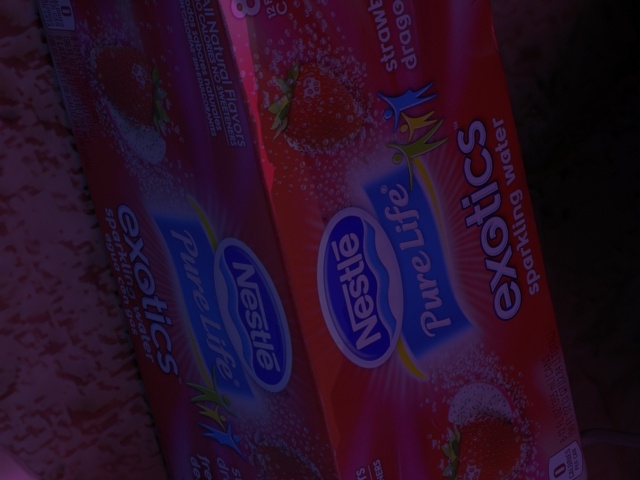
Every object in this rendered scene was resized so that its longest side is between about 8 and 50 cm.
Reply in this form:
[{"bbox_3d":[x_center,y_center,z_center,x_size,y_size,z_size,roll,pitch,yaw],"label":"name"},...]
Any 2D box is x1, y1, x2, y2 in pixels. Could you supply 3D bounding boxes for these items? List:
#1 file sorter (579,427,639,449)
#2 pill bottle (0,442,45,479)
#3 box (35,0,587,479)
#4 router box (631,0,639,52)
[{"bbox_3d":[0.217,0.238,0.959,0.277,0.193,0.173,43,65,-36],"label":"file sorter"},{"bbox_3d":[-0.187,0.175,0.633,0.264,0.146,0.146,-53,125,-22],"label":"pill bottle"},{"bbox_3d":[0.000,0.000,0.782,0.128,0.122,0.257,-26,112,-34],"label":"box"},{"bbox_3d":[0.256,0.011,0.917,0.309,0.081,0.243,51,22,-25],"label":"router box"}]
